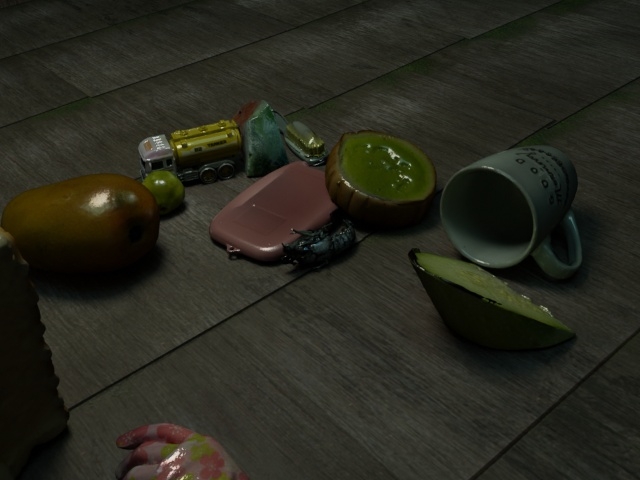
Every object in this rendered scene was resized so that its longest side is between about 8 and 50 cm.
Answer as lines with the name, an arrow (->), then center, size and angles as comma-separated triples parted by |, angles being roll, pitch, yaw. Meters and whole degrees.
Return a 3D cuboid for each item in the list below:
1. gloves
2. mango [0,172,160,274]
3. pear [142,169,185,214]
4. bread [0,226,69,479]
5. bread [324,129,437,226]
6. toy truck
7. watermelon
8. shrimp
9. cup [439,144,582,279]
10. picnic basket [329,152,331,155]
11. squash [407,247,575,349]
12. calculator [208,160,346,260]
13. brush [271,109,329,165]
gloves -> -0.173, 0.296, 0.903 | 0.241, 0.126, 0.145 | 28, 51, 26
mango -> -0.450, -0.032, 1.340 | 0.317, 0.173, 0.211 | 0, 35, 17
pear -> -0.327, -0.104, 1.491 | 0.092, 0.092, 0.097 | -15, 56, -15
bread -> -0.564, 0.147, 0.932 | 0.390, 0.371, 0.279 | 18, 37, 22
bread -> 0.119, -0.127, 1.447 | 0.236, 0.070, 0.236 | 8, 45, -8
toy truck -> -0.282, -0.189, 1.583 | 0.226, 0.114, 0.098 | -16, 38, -15
watermelon -> -0.159, -0.251, 1.661 | 0.094, 0.154, 0.241 | -15, 24, -15
shrimp -> 0.004, 0.001, 1.325 | 0.174, 0.082, 0.076 | -21, 34, -34
cup -> 0.379, -0.049, 1.307 | 0.234, 0.186, 0.258 | -27, 71, -41
picnic basket -> 0.056, -0.167, 1.571 | 0.083, 0.065, 0.083 | 23, 65, 39
squash -> 0.253, 0.073, 1.141 | 0.204, 0.155, 0.237 | -26, 39, -26
calculator -> -0.070, -0.064, 1.447 | 0.220, 0.048, 0.329 | 23, 45, 30
brush -> -0.067, -0.264, 1.712 | 0.068, 0.060, 0.297 | -23, 40, -20
